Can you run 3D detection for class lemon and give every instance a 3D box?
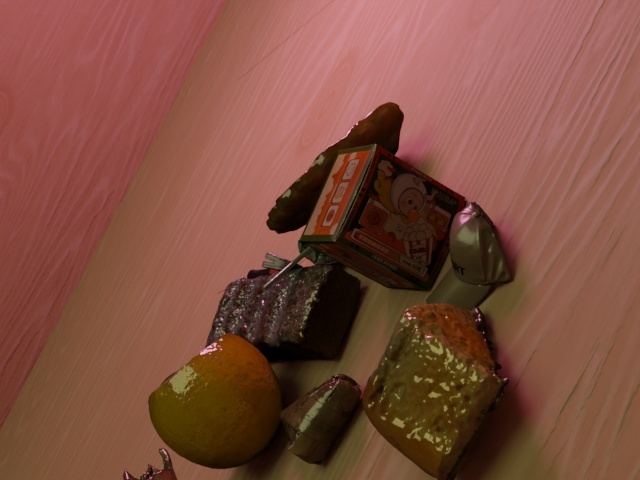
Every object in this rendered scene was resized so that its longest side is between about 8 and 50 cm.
[{"bbox_3d":[-0.178,0.307,1.956,0.240,0.219,0.240,-41,-4,-3],"label":"lemon"}]

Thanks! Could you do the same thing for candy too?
[{"bbox_3d":[-0.001,-0.001,1.973,0.288,0.078,0.084,-40,14,-20],"label":"candy"}]

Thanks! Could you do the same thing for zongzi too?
[{"bbox_3d":[-0.005,0.275,1.814,0.160,0.078,0.176,-53,21,7],"label":"zongzi"}]

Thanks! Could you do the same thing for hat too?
[{"bbox_3d":[0.209,0.038,1.619,0.175,0.085,0.147,-51,27,21],"label":"hat"}]

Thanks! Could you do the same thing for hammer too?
[{"bbox_3d":[-0.096,0.069,2.216,0.033,0.111,0.288,-68,16,-13],"label":"hammer"}]

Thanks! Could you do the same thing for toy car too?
[{"bbox_3d":[0.004,0.024,2.083,0.142,0.069,0.055,-149,48,-67],"label":"toy car"}]

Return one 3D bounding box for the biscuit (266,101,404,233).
[{"bbox_3d":[0.033,-0.122,2.054,0.329,0.078,0.335,-40,-7,-1],"label":"biscuit"}]

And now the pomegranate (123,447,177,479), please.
[{"bbox_3d":[-0.233,0.507,1.766,0.260,0.260,0.340,-47,53,30],"label":"pomegranate"}]

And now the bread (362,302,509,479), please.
[{"bbox_3d":[0.147,0.202,1.482,0.262,0.163,0.204,-94,26,-73],"label":"bread"}]

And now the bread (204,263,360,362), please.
[{"bbox_3d":[-0.081,0.148,2.055,0.416,0.113,0.165,-14,54,58],"label":"bread"}]

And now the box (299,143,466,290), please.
[{"bbox_3d":[0.105,-0.035,1.771,0.148,0.195,0.177,-1,62,63],"label":"box"}]
